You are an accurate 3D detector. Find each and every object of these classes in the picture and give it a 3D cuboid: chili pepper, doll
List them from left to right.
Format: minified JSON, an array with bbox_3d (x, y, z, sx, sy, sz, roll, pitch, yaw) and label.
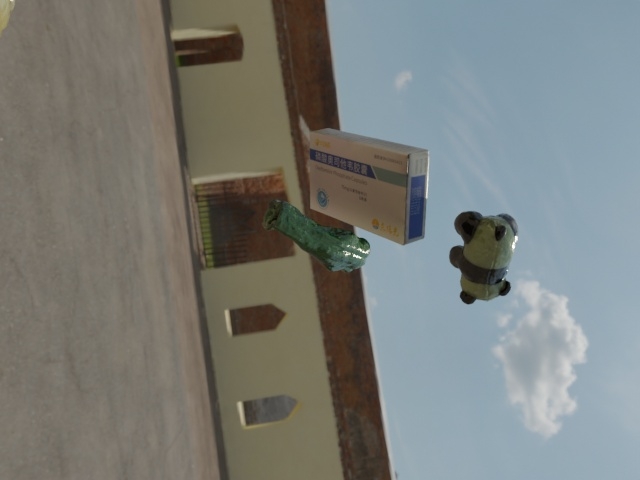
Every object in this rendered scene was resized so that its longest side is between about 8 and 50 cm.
[{"bbox_3d":[-0.001,-0.001,1.042,0.099,0.253,0.083,36,-84,44],"label":"chili pepper"},{"bbox_3d":[0.381,0.037,1.373,0.135,0.144,0.234,-88,179,-54],"label":"doll"}]

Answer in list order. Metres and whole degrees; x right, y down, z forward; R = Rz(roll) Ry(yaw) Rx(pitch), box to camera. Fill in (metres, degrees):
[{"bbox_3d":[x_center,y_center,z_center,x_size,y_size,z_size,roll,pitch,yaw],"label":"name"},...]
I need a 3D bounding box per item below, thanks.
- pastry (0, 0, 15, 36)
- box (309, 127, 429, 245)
[{"bbox_3d":[-0.295,-0.182,0.329,0.236,0.256,0.170,52,54,-35],"label":"pastry"},{"bbox_3d":[0.097,-0.132,1.346,0.343,0.065,0.200,25,-58,49],"label":"box"}]
